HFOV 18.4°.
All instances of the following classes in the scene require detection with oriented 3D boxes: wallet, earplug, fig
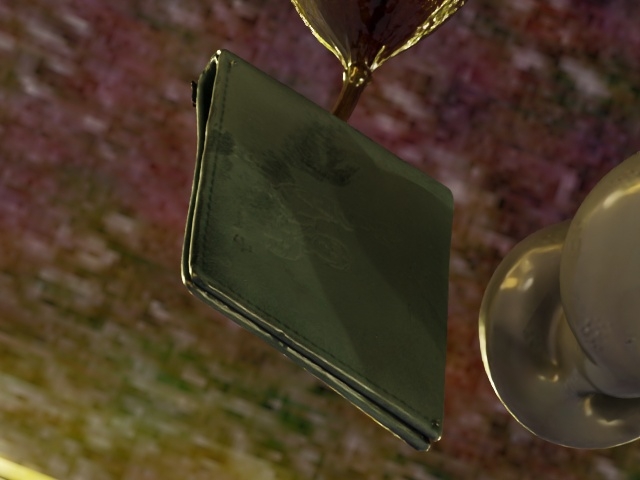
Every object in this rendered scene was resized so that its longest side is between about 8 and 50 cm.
[{"bbox_3d":[-0.001,0.001,1.545,0.251,0.290,0.054,33,127,-22],"label":"wallet"},{"bbox_3d":[0.249,0.036,1.489,0.214,0.175,0.325,36,140,-15],"label":"earplug"},{"bbox_3d":[0.039,-0.220,1.846,0.217,0.321,0.217,13,162,4],"label":"fig"}]
